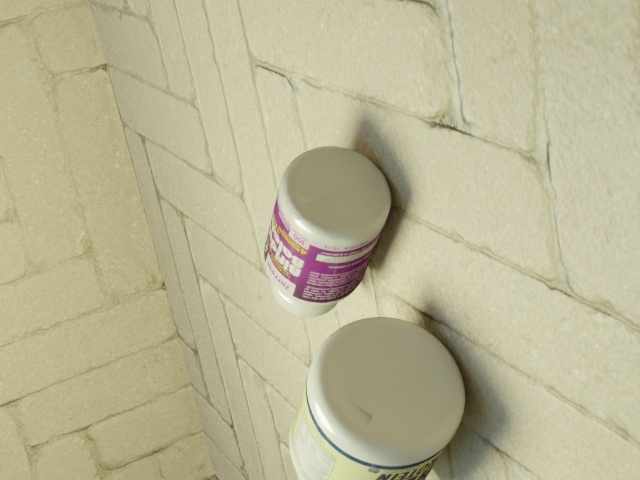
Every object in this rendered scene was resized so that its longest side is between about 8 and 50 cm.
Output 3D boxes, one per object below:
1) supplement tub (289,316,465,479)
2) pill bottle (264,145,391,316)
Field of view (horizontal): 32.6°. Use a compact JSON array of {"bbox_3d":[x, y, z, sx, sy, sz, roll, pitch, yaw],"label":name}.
[{"bbox_3d":[0.077,0.289,1.710,0.235,0.236,0.324,59,157,25],"label":"supplement tub"},{"bbox_3d":[0.000,0.000,1.719,0.169,0.169,0.301,59,156,23],"label":"pill bottle"}]
